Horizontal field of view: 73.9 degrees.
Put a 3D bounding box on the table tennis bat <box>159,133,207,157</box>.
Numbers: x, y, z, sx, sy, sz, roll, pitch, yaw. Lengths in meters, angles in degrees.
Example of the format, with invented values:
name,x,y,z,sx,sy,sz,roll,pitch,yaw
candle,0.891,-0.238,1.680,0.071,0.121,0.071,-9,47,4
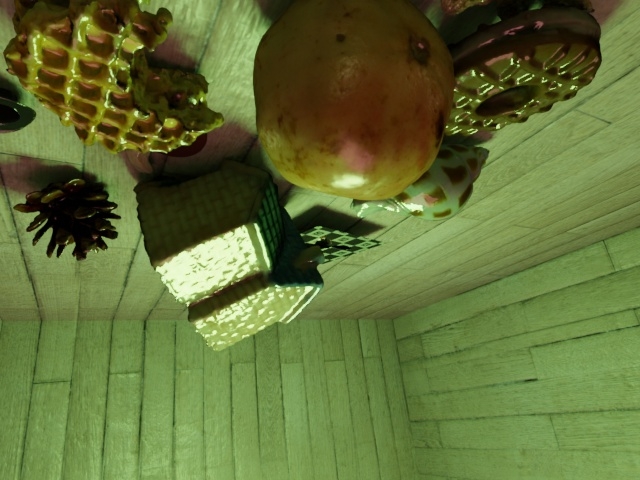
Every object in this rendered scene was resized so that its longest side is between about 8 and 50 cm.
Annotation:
name,x,y,z,sx,sy,sz,roll,pitch,yaw
table tennis bat,-0.306,-0.243,0.926,0.130,0.019,0.220,8,155,-31

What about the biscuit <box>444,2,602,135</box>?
name,x,y,z,sx,sy,sz,roll,pitch,yaw
biscuit,0.346,-0.301,0.801,0.331,0.103,0.332,-9,169,-2

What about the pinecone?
name,x,y,z,sx,sy,sz,roll,pitch,yaw
pinecone,-0.625,-0.051,1.084,0.202,0.202,0.228,-3,-172,31

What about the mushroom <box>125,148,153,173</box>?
name,x,y,z,sx,sy,sz,roll,pitch,yaw
mushroom,-0.412,-0.199,0.957,0.059,0.054,0.202,36,157,-4

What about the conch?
name,x,y,z,sx,sy,sz,roll,pitch,yaw
conch,0.262,-0.156,1.090,0.367,0.198,0.249,-3,-165,-22

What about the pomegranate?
name,x,y,z,sx,sy,sz,roll,pitch,yaw
pomegranate,0.050,-0.222,0.702,0.341,0.343,0.343,-6,158,-2

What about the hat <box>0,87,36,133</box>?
name,x,y,z,sx,sy,sz,roll,pitch,yaw
hat,-0.593,-0.248,0.782,0.121,0.051,0.121,-11,159,-4

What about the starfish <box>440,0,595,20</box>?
name,x,y,z,sx,sy,sz,roll,pitch,yaw
starfish,0.343,-0.409,0.647,0.298,0.061,0.302,-20,166,27

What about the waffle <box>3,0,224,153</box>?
name,x,y,z,sx,sy,sz,roll,pitch,yaw
waffle,-0.322,-0.269,0.683,0.260,0.151,0.324,-10,154,3

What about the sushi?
name,x,y,z,sx,sy,sz,roll,pitch,yaw
sushi,0.000,0.000,1.570,0.358,0.064,0.342,13,155,-43

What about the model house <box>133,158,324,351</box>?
name,x,y,z,sx,sy,sz,roll,pitch,yaw
model house,-0.221,-0.002,1.178,0.399,0.395,0.446,-21,142,-6
